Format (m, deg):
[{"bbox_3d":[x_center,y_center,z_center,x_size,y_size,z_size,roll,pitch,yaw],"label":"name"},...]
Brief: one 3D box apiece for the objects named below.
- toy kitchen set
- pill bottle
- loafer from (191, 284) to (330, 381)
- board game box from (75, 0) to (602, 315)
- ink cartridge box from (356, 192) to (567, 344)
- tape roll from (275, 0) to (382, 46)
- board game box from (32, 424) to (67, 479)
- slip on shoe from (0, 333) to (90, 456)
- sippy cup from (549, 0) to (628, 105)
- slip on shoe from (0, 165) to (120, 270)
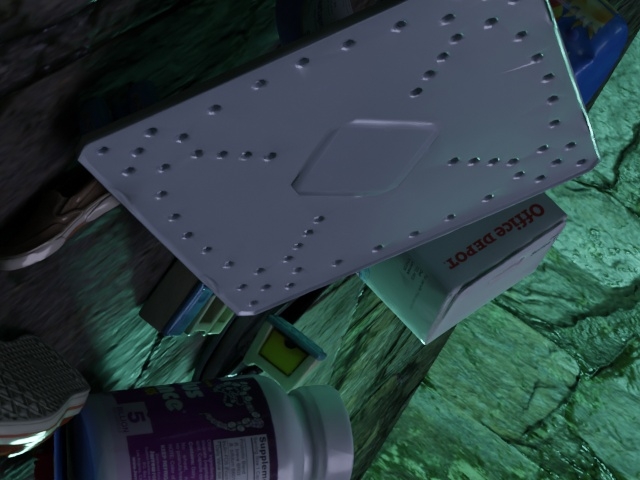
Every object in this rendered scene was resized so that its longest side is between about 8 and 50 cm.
[{"bbox_3d":[-0.080,0.087,1.790,0.122,0.166,0.207,-54,167,6],"label":"toy kitchen set"},{"bbox_3d":[-0.123,0.239,1.747,0.301,0.169,0.169,-5,144,-21],"label":"pill bottle"},{"bbox_3d":[-0.069,0.111,2.052,0.302,0.095,0.109,-58,166,21],"label":"loafer"},{"bbox_3d":[0.033,-0.089,1.371,0.390,0.050,0.390,-24,151,8],"label":"board game box"},{"bbox_3d":[0.111,-0.046,1.790,0.201,0.278,0.117,-31,157,-32],"label":"ink cartridge box"},{"bbox_3d":[0.055,-0.199,1.454,0.080,0.189,0.189,-42,163,-36],"label":"tape roll"},{"bbox_3d":[-0.291,0.235,1.648,0.168,0.033,0.133,97,-10,-61],"label":"board game box"},{"bbox_3d":[-0.289,0.144,1.338,0.101,0.123,0.331,-47,174,2],"label":"slip on shoe"},{"bbox_3d":[0.239,-0.253,1.873,0.240,0.224,0.305,-47,165,-25],"label":"sippy cup"},{"bbox_3d":[-0.222,-0.023,1.299,0.135,0.051,0.041,-36,120,-30],"label":"slip on shoe"}]
